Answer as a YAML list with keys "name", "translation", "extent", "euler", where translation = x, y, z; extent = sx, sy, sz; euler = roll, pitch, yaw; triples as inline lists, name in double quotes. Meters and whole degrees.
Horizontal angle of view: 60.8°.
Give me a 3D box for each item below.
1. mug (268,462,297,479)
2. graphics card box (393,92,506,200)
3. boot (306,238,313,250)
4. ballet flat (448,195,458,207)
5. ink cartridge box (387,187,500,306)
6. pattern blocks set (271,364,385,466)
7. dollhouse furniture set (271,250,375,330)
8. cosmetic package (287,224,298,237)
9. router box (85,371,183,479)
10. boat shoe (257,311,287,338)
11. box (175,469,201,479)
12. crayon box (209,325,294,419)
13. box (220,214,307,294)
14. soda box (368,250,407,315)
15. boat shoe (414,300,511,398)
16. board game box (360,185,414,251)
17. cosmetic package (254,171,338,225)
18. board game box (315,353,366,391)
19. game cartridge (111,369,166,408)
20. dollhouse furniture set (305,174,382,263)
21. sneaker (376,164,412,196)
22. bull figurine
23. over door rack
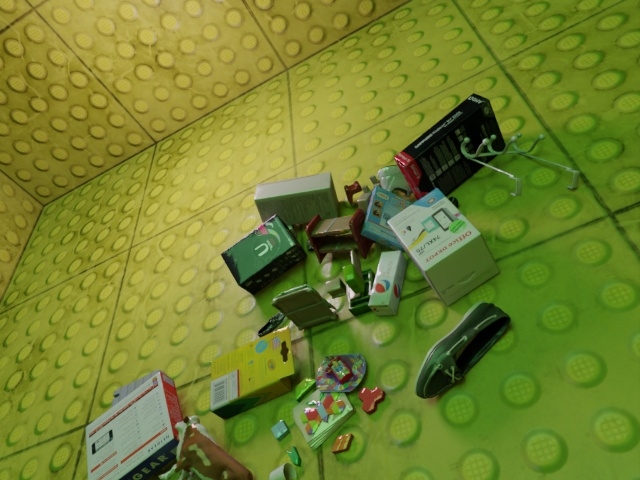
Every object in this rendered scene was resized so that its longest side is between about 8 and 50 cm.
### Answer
- name: "mug"
  translation: [-0.110, 0.670, 1.525]
  extent: [0.064, 0.062, 0.078]
  euler: [-31, 32, 21]
- name: "graphics card box"
  translation: [0.459, -0.310, 1.918]
  extent: [0.371, 0.233, 0.094]
  euler: [-39, 38, 0]
- name: "boot"
  translation: [0.000, 0.000, 2.117]
  extent: [0.119, 0.042, 0.087]
  euler: [-15, 50, 27]
- name: "ballet flat"
  translation: [0.398, -0.108, 1.910]
  extent: [0.173, 0.049, 0.057]
  euler: [-25, 40, 15]
- name: "ink cartridge box"
  translation: [0.376, 0.018, 1.685]
  extent: [0.198, 0.197, 0.270]
  euler: [-35, 39, 4]
- name: "pattern blocks set"
  translation: [0.009, 0.509, 1.618]
  extent: [0.325, 0.026, 0.285]
  euler: [-47, 40, -11]
- name: "dollhouse furniture set"
  translation: [0.012, 0.160, 1.820]
  extent: [0.302, 0.197, 0.151]
  euler: [-20, 43, 19]
- name: "cosmetic package"
  translation: [-0.177, -0.074, 2.301]
  extent: [0.099, 0.060, 0.239]
  euler: [-30, 40, 3]
- name: "router box"
  translation: [-0.620, 0.655, 1.816]
  extent: [0.335, 0.082, 0.301]
  euler: [-37, 39, 1]
- name: "boat shoe"
  translation: [-0.167, 0.297, 1.946]
  extent: [0.142, 0.040, 0.049]
  euler: [-48, 40, -12]
- name: "box"
  translation: [-0.432, 0.794, 1.639]
  extent: [0.063, 0.067, 0.324]
  euler: [6, 56, 41]
- name: "crayon box"
  translation: [-0.213, 0.438, 1.811]
  extent: [0.319, 0.081, 0.202]
  euler: [-27, 40, 14]
- name: "box"
  translation: [-0.217, 0.057, 2.101]
  extent: [0.270, 0.143, 0.165]
  euler: [-37, 63, 2]
- name: "soda box"
  translation: [0.223, 0.139, 1.784]
  extent: [0.074, 0.069, 0.216]
  euler: [-7, 48, 32]
- name: "boat shoe"
  translation: [0.384, 0.300, 1.472]
  extent: [0.335, 0.112, 0.095]
  euler: [-46, 35, -16]
- name: "board game box"
  translation: [0.241, -0.078, 1.925]
  extent: [0.039, 0.160, 0.211]
  euler: [126, 166, -55]
- name: "cosmetic package"
  translation: [-0.093, -0.159, 2.184]
  extent: [0.310, 0.160, 0.113]
  euler: [-8, 41, 9]
- name: "board game box"
  translation: [0.054, 0.393, 1.657]
  extent: [0.169, 0.033, 0.133]
  euler: [-10, 40, 30]
- name: "game cartridge"
  translation: [-0.658, 0.656, 1.953]
  extent: [0.230, 0.068, 0.355]
  euler: [-24, 41, 10]
- name: "dollhouse furniture set"
  translation: [0.125, -0.088, 2.053]
  extent: [0.201, 0.152, 0.374]
  euler: [-6, 31, 34]
- name: "sneaker"
  translation: [0.347, -0.224, 2.026]
  extent: [0.263, 0.099, 0.121]
  euler: [-11, 79, 0]
- name: "bull figurine"
  translation: [-0.348, 0.662, 1.607]
  extent: [0.310, 0.101, 0.188]
  euler: [31, 72, 22]
- name: "over door rack"
  translation: [0.642, -0.270, 1.758]
  extent: [0.240, 0.108, 0.324]
  euler: [-8, 35, -17]
